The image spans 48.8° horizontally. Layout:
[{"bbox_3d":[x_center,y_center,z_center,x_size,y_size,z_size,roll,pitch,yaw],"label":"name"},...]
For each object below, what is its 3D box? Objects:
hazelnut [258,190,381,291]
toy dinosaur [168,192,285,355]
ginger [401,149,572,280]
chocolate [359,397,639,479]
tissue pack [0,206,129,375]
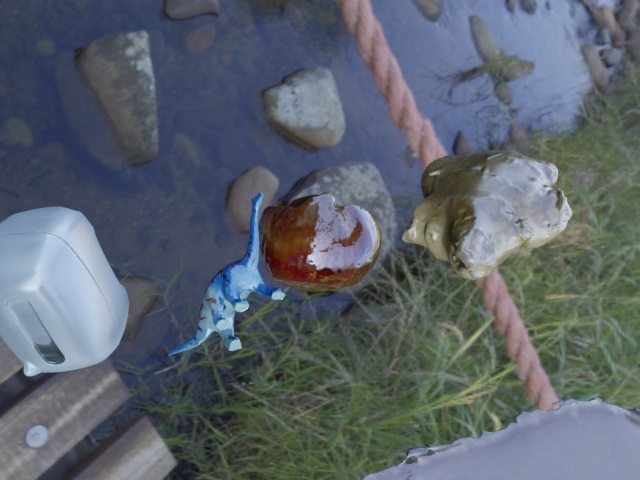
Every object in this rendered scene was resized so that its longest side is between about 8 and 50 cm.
[{"bbox_3d":[0.000,0.004,1.164,0.202,0.170,0.160,-4,72,-3],"label":"hazelnut"},{"bbox_3d":[-0.144,0.091,1.120,0.076,0.144,0.329,16,109,-43],"label":"toy dinosaur"},{"bbox_3d":[0.216,-0.025,0.919,0.270,0.219,0.123,-75,156,-51],"label":"ginger"},{"bbox_3d":[0.158,0.218,0.518,0.261,0.161,0.083,-13,129,-11],"label":"chocolate"},{"bbox_3d":[-0.554,0.117,1.458,0.236,0.229,0.333,-81,159,-51],"label":"tissue pack"}]
